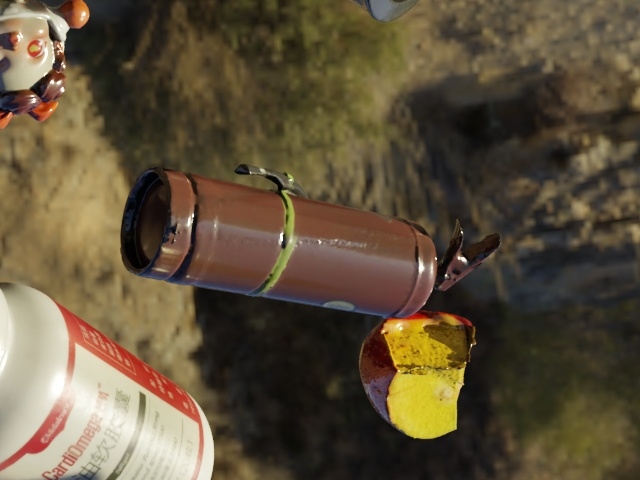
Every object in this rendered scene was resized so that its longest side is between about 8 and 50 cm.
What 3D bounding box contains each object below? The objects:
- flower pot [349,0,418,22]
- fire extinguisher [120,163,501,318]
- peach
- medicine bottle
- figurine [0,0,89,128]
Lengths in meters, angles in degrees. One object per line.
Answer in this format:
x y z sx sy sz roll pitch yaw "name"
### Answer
0.011 -0.473 2.054 0.330 0.294 0.293 31 177 18 "flower pot"
0.000 0.000 1.474 0.341 0.105 0.141 10 140 -30 "fire extinguisher"
0.102 0.145 1.809 0.118 0.151 0.151 18 172 14 "peach"
-0.183 0.112 1.084 0.131 0.131 0.250 -13 147 27 "medicine bottle"
-0.350 -0.232 1.826 0.183 0.226 0.160 -18 -153 -36 "figurine"
